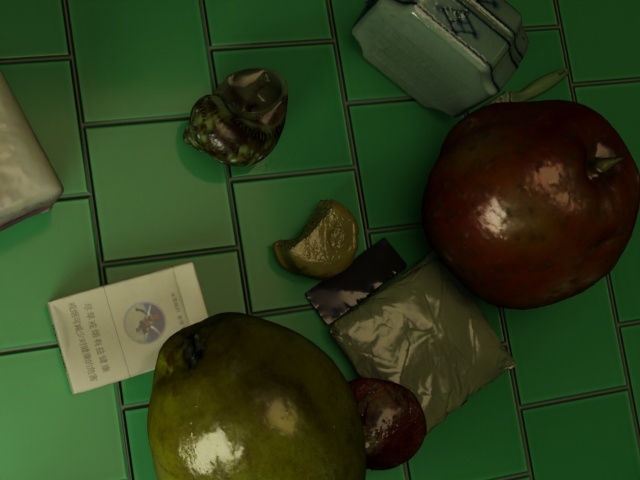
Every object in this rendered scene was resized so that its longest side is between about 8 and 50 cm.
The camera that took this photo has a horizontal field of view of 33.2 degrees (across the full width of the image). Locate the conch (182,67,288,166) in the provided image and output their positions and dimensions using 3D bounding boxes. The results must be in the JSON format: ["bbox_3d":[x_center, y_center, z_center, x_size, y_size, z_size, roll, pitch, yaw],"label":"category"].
[{"bbox_3d":[-0.153,-0.216,1.927,0.181,0.124,0.187,5,56,-8],"label":"conch"}]

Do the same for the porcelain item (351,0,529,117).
[{"bbox_3d":[0.219,-0.382,1.982,0.285,0.281,0.157,37,75,-7],"label":"porcelain item"}]

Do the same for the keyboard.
[{"bbox_3d":[0.067,0.075,1.998,0.196,0.015,0.074,-35,78,-20],"label":"keyboard"}]

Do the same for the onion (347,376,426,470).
[{"bbox_3d":[0.093,0.333,1.881,0.184,0.184,0.147,45,29,-6],"label":"onion"}]

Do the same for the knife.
[{"bbox_3d":[0.387,-0.285,2.158,0.293,0.020,0.043,-31,93,-19],"label":"knife"}]

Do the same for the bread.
[{"bbox_3d":[0.005,0.009,1.956,0.156,0.086,0.125,-44,101,-17],"label":"bread"}]

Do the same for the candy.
[{"bbox_3d":[-0.563,-0.187,1.742,0.145,0.208,0.359,-27,90,-21],"label":"candy"}]

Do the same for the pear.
[{"bbox_3d":[-0.101,0.310,1.745,0.352,0.352,0.414,-30,103,-20],"label":"pear"}]

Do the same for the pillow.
[{"bbox_3d":[0.195,0.195,1.989,0.280,0.076,0.274,-34,93,-19],"label":"pillow"}]

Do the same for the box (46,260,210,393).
[{"bbox_3d":[-0.320,0.148,1.837,0.256,0.069,0.164,-16,86,-19],"label":"box"}]

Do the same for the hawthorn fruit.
[{"bbox_3d":[0.400,-0.081,1.927,0.402,0.403,0.403,3,80,-17],"label":"hawthorn fruit"}]
